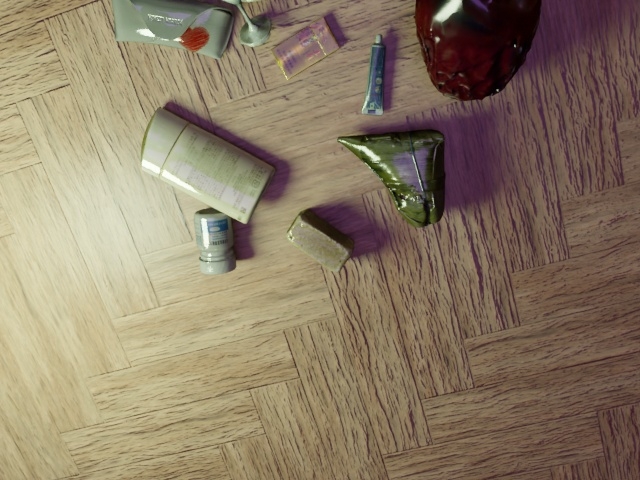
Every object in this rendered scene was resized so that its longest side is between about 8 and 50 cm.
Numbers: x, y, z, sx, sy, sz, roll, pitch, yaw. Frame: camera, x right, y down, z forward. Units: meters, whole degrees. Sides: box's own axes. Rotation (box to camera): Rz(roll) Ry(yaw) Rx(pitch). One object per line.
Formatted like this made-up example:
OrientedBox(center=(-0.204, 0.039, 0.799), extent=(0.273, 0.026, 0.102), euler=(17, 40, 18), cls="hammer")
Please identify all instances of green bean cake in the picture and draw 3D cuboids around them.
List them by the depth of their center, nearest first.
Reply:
OrientedBox(center=(0.000, 0.000, 1.493), extent=(0.179, 0.109, 0.085), euler=(33, 108, -7), cls="green bean cake")

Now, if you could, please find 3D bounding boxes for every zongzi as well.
OrientedBox(center=(0.182, -0.154, 1.426), extent=(0.274, 0.125, 0.251), euler=(-2, 100, 7), cls="zongzi")

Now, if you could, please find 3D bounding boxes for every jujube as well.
OrientedBox(center=(0.335, -0.463, 1.202), extent=(0.258, 0.376, 0.259), euler=(-3, 78, 12), cls="jujube")

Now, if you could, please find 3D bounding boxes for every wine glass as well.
OrientedBox(center=(-0.187, -0.551, 1.292), extent=(0.122, 0.183, 0.122), euler=(-8, 67, 18), cls="wine glass")

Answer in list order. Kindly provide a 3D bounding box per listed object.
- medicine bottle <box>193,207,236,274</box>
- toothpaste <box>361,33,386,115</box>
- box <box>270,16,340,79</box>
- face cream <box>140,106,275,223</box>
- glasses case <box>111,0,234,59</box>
OrientedBox(center=(-0.288, 0.000, 1.515), extent=(0.104, 0.105, 0.168), euler=(-2, 108, 4), cls="medicine bottle")
OrientedBox(center=(0.140, -0.415, 1.392), extent=(0.057, 0.035, 0.197), euler=(7, 111, 8), cls="toothpaste")
OrientedBox(center=(-0.038, -0.482, 1.389), extent=(0.156, 0.022, 0.089), euler=(-26, 104, 11), cls="box")
OrientedBox(center=(-0.308, -0.196, 1.455), extent=(0.348, 0.081, 0.174), euler=(27, 83, -5), cls="face cream")
OrientedBox(center=(-0.376, -0.536, 1.363), extent=(0.307, 0.083, 0.129), euler=(10, 107, 1), cls="glasses case")
